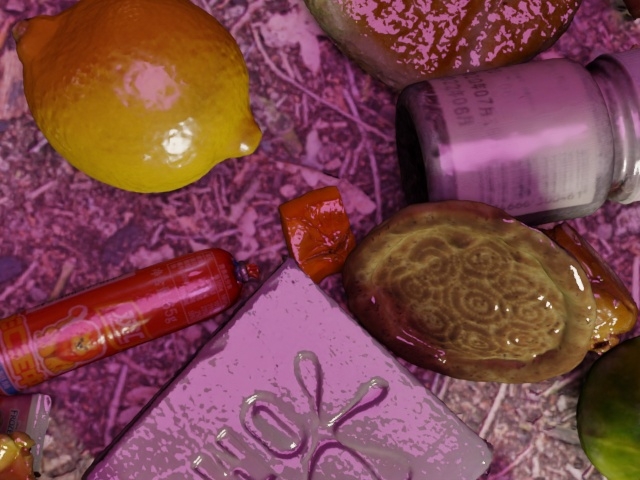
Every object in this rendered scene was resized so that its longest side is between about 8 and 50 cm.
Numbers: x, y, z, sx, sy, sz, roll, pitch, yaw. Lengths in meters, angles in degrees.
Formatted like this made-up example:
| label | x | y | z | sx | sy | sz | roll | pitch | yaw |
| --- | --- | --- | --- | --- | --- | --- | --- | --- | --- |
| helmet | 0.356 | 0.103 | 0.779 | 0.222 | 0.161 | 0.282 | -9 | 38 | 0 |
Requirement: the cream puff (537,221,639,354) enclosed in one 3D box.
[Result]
| label | x | y | z | sx | sy | sz | roll | pitch | yaw |
| --- | --- | --- | --- | --- | --- | --- | --- | --- | --- |
| cream puff | 0.250 | 0.052 | 0.968 | 0.103 | 0.126 | 0.144 | -38 | 90 | 15 |

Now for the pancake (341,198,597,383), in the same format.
| label | x | y | z | sx | sy | sz | roll | pitch | yaw |
| --- | --- | --- | --- | --- | --- | --- | --- | --- | --- |
| pancake | 0.146 | 0.059 | 0.913 | 0.250 | 0.250 | 0.031 | 32 | 47 | -6 |

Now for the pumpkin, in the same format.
| label | x | y | z | sx | sy | sz | roll | pitch | yaw |
| --- | --- | --- | --- | --- | --- | --- | --- | --- | --- |
| pumpkin | -0.002 | -0.001 | 0.975 | 0.073 | 0.035 | 0.101 | -18 | 93 | -6 |

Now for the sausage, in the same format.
| label | x | y | z | sx | sy | sz | roll | pitch | yaw |
| --- | --- | --- | --- | --- | --- | --- | --- | --- | --- |
| sausage | -0.191 | 0.071 | 0.925 | 0.274 | 0.074 | 0.074 | -20 | 91 | -10 |

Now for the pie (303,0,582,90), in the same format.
| label | x | y | z | sx | sy | sz | roll | pitch | yaw |
| --- | --- | --- | --- | --- | --- | --- | --- | --- | --- |
| pie | 0.133 | -0.304 | 0.967 | 0.323 | 0.070 | 0.323 | -1 | 100 | -5 |

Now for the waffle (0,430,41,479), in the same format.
| label | x | y | z | sx | sy | sz | roll | pitch | yaw |
| --- | --- | --- | --- | --- | --- | --- | --- | --- | --- |
| waffle | -0.273 | 0.305 | 0.858 | 0.281 | 0.058 | 0.301 | -39 | 88 | 19 |

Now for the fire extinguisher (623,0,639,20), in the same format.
| label | x | y | z | sx | sy | sz | roll | pitch | yaw |
| --- | --- | --- | --- | --- | --- | --- | --- | --- | --- |
| fire extinguisher | 0.281 | -0.393 | 1.006 | 0.147 | 0.106 | 0.337 | -31 | 92 | 16 |

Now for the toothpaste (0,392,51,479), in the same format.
| label | x | y | z | sx | sy | sz | roll | pitch | yaw |
| --- | --- | --- | --- | --- | --- | --- | --- | --- | --- |
| toothpaste | -0.399 | 0.177 | 0.902 | 0.266 | 0.061 | 0.096 | 11 | 86 | -14 |

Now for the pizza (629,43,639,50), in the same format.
| label | x | y | z | sx | sy | sz | roll | pitch | yaw |
| --- | --- | --- | --- | --- | --- | --- | --- | --- | --- |
| pizza | 0.349 | -0.165 | 1.039 | 0.123 | 0.026 | 0.109 | -5 | 86 | -8 |

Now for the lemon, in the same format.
| label | x | y | z | sx | sy | sz | roll | pitch | yaw |
| --- | --- | --- | --- | --- | --- | --- | --- | --- | --- |
| lemon | -0.168 | -0.141 | 0.881 | 0.244 | 0.187 | 0.187 | 21 | 85 | -3 |

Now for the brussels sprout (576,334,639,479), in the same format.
| label | x | y | z | sx | sy | sz | roll | pitch | yaw |
| --- | --- | --- | --- | --- | --- | --- | --- | --- | --- |
| brussels sprout | 0.342 | 0.187 | 0.970 | 0.161 | 0.143 | 0.181 | -5 | 81 | -47 |

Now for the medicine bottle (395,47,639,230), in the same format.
| label | x | y | z | sx | sy | sz | roll | pitch | yaw |
| --- | --- | --- | --- | --- | --- | --- | --- | --- | --- |
| medicine bottle | 0.221 | -0.097 | 0.940 | 0.273 | 0.165 | 0.165 | -11 | 90 | -6 |

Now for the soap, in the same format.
| label | x | y | z | sx | sy | sz | roll | pitch | yaw |
| --- | --- | --- | --- | --- | --- | --- | --- | --- | --- |
| soap | -0.029 | 0.212 | 0.921 | 0.285 | 0.107 | 0.296 | 42 | 89 | -5 |
